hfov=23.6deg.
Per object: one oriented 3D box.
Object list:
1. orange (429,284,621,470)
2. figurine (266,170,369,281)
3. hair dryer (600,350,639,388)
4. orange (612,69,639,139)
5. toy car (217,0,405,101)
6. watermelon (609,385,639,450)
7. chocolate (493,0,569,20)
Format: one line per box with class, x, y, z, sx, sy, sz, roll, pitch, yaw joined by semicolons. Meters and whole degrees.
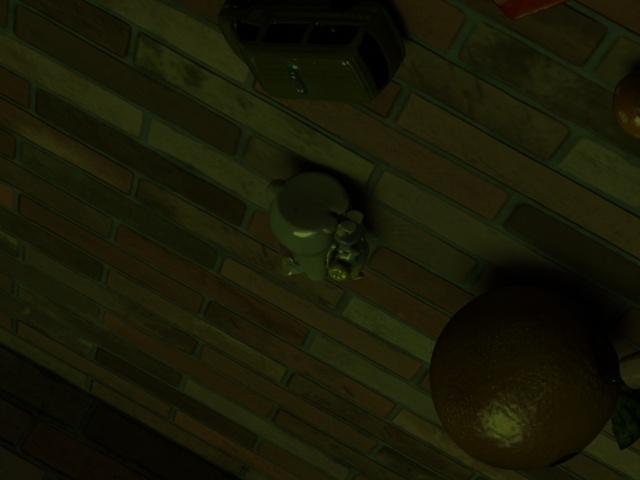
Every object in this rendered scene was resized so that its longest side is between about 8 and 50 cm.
orange;0.291;0.194;2.189;0.274;0.274;0.274;23;151;13
figurine;0.000;0.000;2.303;0.155;0.127;0.235;13;154;11
hair dryer;0.485;0.133;1.959;0.189;0.107;0.344;40;138;-24
orange;0.369;-0.152;1.735;0.070;0.083;0.083;-21;125;42
toy car;-0.027;-0.240;1.916;0.256;0.124;0.101;7;143;35
watermelon;0.478;0.267;2.367;0.069;0.087;0.163;-19;140;7
chocolate;0.211;-0.355;1.523;0.237;0.108;0.234;41;150;-23
